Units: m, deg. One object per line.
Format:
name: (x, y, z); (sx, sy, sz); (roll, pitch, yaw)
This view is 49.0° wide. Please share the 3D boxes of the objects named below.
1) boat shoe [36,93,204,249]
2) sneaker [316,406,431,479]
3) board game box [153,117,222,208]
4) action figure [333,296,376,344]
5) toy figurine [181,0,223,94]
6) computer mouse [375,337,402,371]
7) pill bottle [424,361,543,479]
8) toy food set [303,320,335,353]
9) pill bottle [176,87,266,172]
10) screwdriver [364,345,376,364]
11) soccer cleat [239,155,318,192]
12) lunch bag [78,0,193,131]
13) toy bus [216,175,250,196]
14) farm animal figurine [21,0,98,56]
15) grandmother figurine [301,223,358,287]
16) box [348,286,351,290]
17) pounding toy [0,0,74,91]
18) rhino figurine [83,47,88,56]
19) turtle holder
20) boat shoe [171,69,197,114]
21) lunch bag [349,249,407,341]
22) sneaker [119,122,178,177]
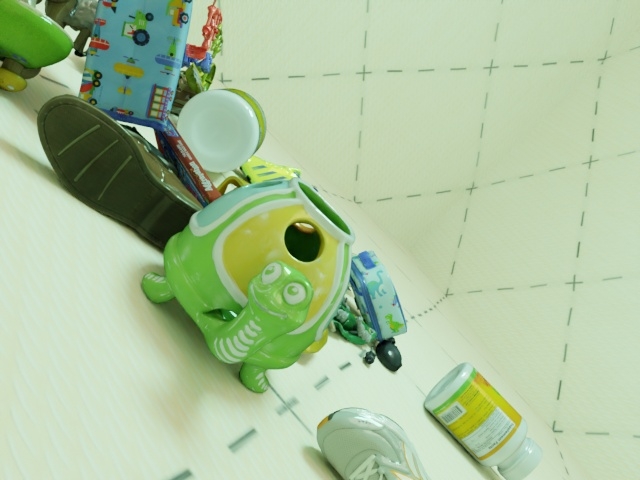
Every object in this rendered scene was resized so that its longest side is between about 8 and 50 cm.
boat shoe: (-0.280, -0.090, 0.998); (0.307, 0.110, 0.104); (50, 1, -36)
sneaker: (0.097, 0.319, 0.868); (0.262, 0.099, 0.121); (43, 14, -3)
board game box: (-0.230, -0.103, 1.228); (0.281, 0.027, 0.145); (52, -24, 39)
action figure: (0.050, 0.160, 1.457); (0.232, 0.063, 0.137); (41, 7, -45)
toy figurine: (-0.355, -0.465, 1.648); (0.217, 0.191, 0.362); (13, 1, -7)
computer mouse: (0.165, 0.246, 1.631); (0.071, 0.041, 0.242); (44, 9, -1)
pill bottle: (0.353, 0.394, 1.507); (0.246, 0.136, 0.136); (46, 9, 5)
toy food set: (-0.043, 0.129, 1.192); (0.218, 0.071, 0.128); (-12, 82, -77)
pill bottle: (-0.231, -0.278, 1.722); (0.188, 0.188, 0.334); (44, 9, -9)
screwdriver: (0.105, 0.241, 1.488); (0.024, 0.025, 0.170); (45, 1, 4)
soccer cleat: (-0.121, -0.178, 1.966); (0.289, 0.121, 0.093); (37, 13, -39)
lunch bag: (-0.301, -0.305, 1.177); (0.138, 0.221, 0.293); (13, 6, -13)
toy bus: (-0.138, -0.060, 1.440); (0.191, 0.104, 0.202); (42, 10, -21)
farm animal figurine: (-0.480, -0.434, 1.024); (0.326, 0.172, 0.330); (23, -2, -2)
grandmother figurine: (0.000, 0.000, 1.773); (0.342, 0.104, 0.208); (41, 3, -18)
box: (-0.008, 0.072, 1.623); (0.109, 0.042, 0.178); (52, 11, 33)
pounding toy: (-0.471, -0.271, 1.006); (0.183, 0.110, 0.237); (25, -11, -33)
rhino figurine: (-0.458, -0.383, 1.537); (0.106, 0.073, 0.243); (52, 7, 3)
turtle holder: (-0.081, 0.033, 0.905); (0.243, 0.227, 0.320); (48, 10, 15)
boat shoe: (-0.372, -0.402, 1.859); (0.123, 0.116, 0.324); (49, 10, 24)
lunch bag: (0.125, 0.122, 1.631); (0.219, 0.090, 0.176); (-117, -171, -74)
sneaker: (-0.326, -0.151, 1.133); (0.118, 0.083, 0.222); (43, -2, 18)
